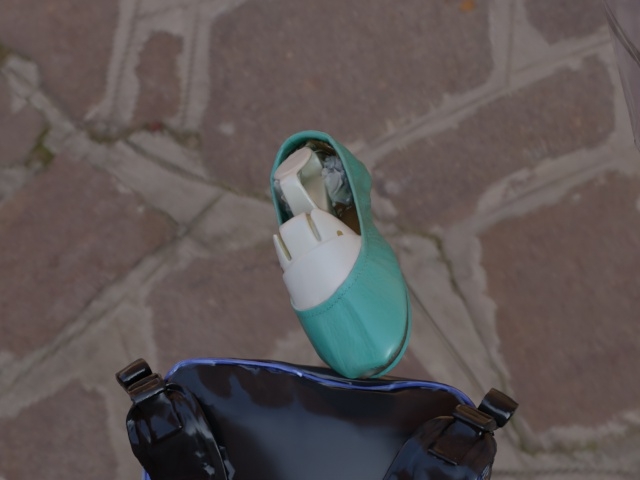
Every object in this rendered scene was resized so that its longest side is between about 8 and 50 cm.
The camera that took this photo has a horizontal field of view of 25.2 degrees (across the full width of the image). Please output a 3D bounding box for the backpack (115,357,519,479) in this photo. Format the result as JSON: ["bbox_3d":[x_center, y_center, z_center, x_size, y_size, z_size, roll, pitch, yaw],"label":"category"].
[{"bbox_3d":[-0.009,0.226,1.006,0.277,0.213,0.263,6,76,13],"label":"backpack"}]

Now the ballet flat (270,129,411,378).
[{"bbox_3d":[0.000,0.000,1.001,0.083,0.087,0.247,-39,29,17],"label":"ballet flat"}]

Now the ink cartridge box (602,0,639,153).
[{"bbox_3d":[0.208,-0.110,0.499,0.211,0.289,0.121,-27,58,3],"label":"ink cartridge box"}]
